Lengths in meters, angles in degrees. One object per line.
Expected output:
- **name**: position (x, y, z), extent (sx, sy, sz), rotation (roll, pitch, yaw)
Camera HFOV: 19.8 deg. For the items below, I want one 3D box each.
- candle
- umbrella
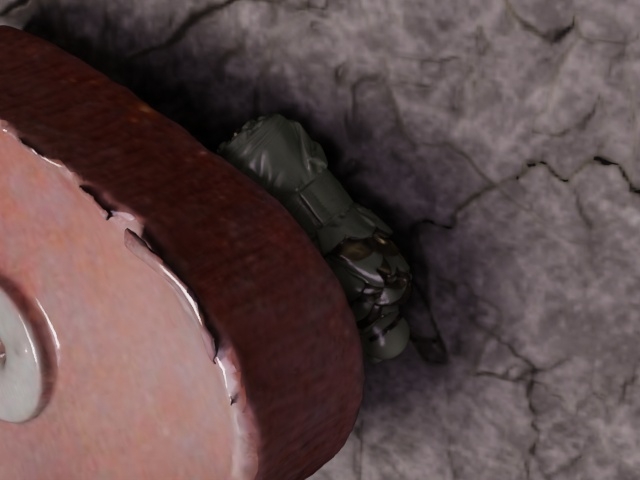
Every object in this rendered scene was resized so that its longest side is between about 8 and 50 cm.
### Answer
- **candle**: position (-0.138, 0.028, 0.970), extent (0.317, 0.131, 0.287), rotation (-17, 99, 41)
- **umbrella**: position (0.000, 0.000, 0.943), extent (0.067, 0.062, 0.143), rotation (-32, 96, 8)
